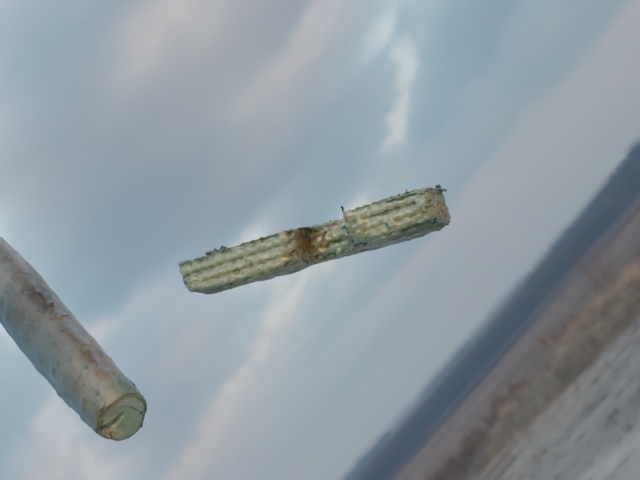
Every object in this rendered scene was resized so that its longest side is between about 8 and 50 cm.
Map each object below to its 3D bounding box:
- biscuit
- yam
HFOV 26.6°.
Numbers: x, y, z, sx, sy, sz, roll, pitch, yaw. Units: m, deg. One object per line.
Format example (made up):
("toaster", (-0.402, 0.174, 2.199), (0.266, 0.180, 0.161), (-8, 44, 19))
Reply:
("biscuit", (0.000, 0.000, 1.276), (0.249, 0.046, 0.147), (-16, -2, 8))
("yam", (-0.288, 0.095, 1.429), (0.071, 0.317, 0.067), (-55, -37, 7))
